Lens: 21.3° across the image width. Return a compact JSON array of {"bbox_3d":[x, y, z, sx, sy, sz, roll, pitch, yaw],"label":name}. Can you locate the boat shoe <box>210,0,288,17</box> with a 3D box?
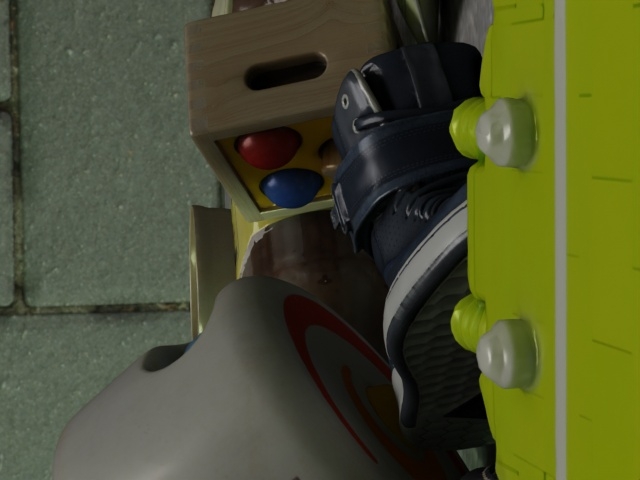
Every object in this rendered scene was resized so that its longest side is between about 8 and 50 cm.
[{"bbox_3d":[0.008,-0.217,1.020,0.095,0.095,0.258,-26,50,55],"label":"boat shoe"}]

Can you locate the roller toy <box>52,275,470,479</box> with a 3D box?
[{"bbox_3d":[-0.011,0.120,0.779,0.191,0.146,0.209,39,-164,-44],"label":"roller toy"}]

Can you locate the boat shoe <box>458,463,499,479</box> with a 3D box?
[{"bbox_3d":[0.090,0.116,0.605,0.065,0.075,0.206,-47,8,6],"label":"boat shoe"}]

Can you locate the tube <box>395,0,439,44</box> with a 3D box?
[{"bbox_3d":[0.037,-0.213,0.929,0.062,0.070,0.240,-37,50,41],"label":"tube"}]

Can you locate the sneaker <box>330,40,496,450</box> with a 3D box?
[{"bbox_3d":[0.054,-0.025,0.671,0.226,0.086,0.163,102,163,-67],"label":"sneaker"}]

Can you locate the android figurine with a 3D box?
[{"bbox_3d":[0.088,0.005,0.416,0.273,0.056,0.248,-158,67,-73],"label":"android figurine"}]

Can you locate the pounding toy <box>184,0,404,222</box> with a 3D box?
[{"bbox_3d":[0.008,-0.067,0.917,0.130,0.141,0.100,59,-157,-61],"label":"pounding toy"}]

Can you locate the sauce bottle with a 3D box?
[{"bbox_3d":[0.000,0.000,1.024,0.111,0.111,0.344,98,169,-55],"label":"sauce bottle"}]

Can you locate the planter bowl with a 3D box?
[{"bbox_3d":[-0.067,0.047,1.602,0.162,0.109,0.162,179,90,-84],"label":"planter bowl"}]
